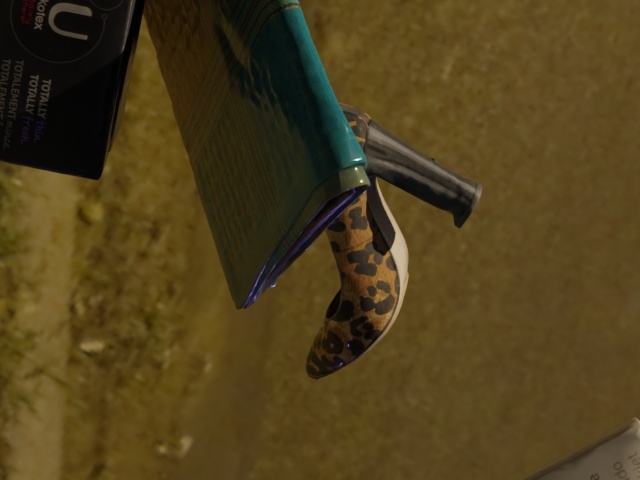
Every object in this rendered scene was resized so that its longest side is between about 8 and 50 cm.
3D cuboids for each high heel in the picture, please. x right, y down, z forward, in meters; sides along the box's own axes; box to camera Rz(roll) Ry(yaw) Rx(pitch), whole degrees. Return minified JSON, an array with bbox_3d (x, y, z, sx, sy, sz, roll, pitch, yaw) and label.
[{"bbox_3d":[0.000,0.000,1.380,0.261,0.186,0.093,-56,-169,28],"label":"high heel"}]

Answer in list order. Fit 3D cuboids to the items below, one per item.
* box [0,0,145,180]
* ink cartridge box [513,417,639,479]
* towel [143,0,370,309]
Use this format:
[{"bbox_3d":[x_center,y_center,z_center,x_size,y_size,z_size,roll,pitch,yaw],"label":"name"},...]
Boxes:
[{"bbox_3d":[-0.271,-0.166,1.124,0.143,0.270,0.165,-89,-168,-67],"label":"box"},{"bbox_3d":[0.094,0.241,0.801,0.270,0.198,0.197,-30,169,6],"label":"ink cartridge box"},{"bbox_3d":[-0.072,-0.159,1.169,0.040,0.370,0.271,-13,165,-23],"label":"towel"}]
